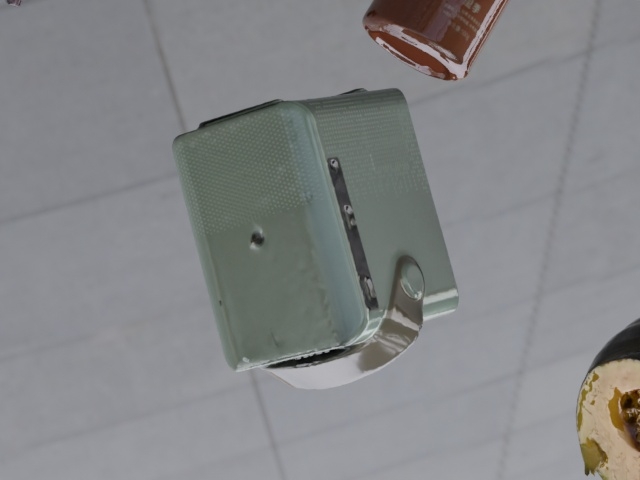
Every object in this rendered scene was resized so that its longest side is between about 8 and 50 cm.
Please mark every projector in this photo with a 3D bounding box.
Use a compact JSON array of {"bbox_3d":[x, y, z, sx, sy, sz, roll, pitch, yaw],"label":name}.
[{"bbox_3d":[0.000,0.000,1.639,0.163,0.242,0.177,-17,177,36],"label":"projector"}]

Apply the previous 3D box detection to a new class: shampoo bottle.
[{"bbox_3d":[0.119,-0.226,1.305,0.244,0.085,0.085,-60,161,-9],"label":"shampoo bottle"}]

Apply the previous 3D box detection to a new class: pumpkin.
[{"bbox_3d":[0.400,0.211,1.930,0.139,0.317,0.221,-26,129,-38],"label":"pumpkin"}]

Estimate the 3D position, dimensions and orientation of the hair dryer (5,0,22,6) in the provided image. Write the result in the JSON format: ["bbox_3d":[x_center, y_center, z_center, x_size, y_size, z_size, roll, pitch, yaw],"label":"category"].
[{"bbox_3d":[-0.182,-0.233,1.402,0.154,0.054,0.106,-48,168,10],"label":"hair dryer"}]
